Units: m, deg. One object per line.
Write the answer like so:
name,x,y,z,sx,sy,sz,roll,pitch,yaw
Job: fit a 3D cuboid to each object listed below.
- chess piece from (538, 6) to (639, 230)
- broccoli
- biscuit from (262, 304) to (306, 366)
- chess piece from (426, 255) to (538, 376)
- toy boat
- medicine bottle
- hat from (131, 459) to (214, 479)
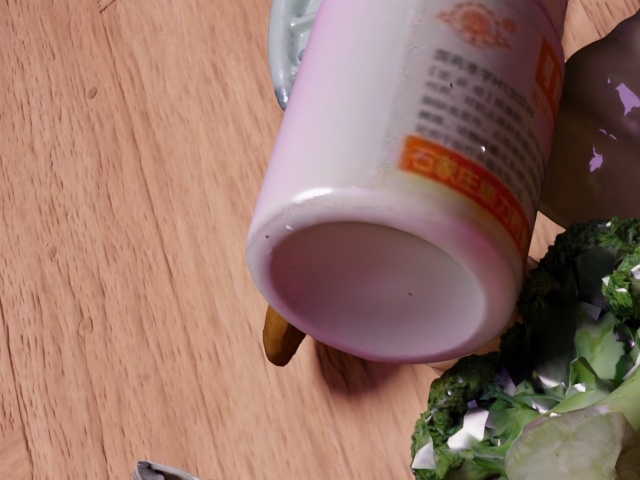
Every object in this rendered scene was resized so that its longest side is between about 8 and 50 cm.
chess piece,0.341,-0.196,1.692,0.442,0.234,0.234,-57,43,9
broccoli,0.259,0.165,1.500,0.413,0.321,0.310,-20,26,35
biscuit,-0.001,0.000,1.882,0.037,0.262,0.262,23,82,7
chess piece,0.082,0.024,1.762,0.142,0.261,0.143,-24,50,33
toy boat,-0.006,-0.244,2.128,0.134,0.079,0.208,-16,59,39
medicine bottle,0.085,-0.109,1.595,0.219,0.219,0.388,-17,42,35
hat,-0.058,0.332,1.821,0.301,0.168,0.258,0,89,17
